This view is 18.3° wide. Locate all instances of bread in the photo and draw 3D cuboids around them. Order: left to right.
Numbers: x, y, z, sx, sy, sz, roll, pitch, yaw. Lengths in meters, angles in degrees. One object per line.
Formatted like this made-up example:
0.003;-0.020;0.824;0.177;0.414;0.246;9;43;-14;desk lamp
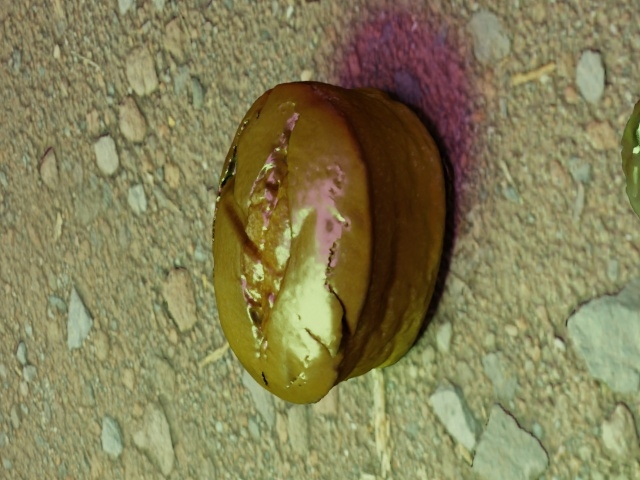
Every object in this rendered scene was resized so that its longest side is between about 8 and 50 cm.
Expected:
0.000;0.000;1.639;0.195;0.142;0.270;32;124;44;bread

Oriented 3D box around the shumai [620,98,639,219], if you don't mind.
0.291;-0.060;1.284;0.201;0.120;0.201;13;138;12;shumai
